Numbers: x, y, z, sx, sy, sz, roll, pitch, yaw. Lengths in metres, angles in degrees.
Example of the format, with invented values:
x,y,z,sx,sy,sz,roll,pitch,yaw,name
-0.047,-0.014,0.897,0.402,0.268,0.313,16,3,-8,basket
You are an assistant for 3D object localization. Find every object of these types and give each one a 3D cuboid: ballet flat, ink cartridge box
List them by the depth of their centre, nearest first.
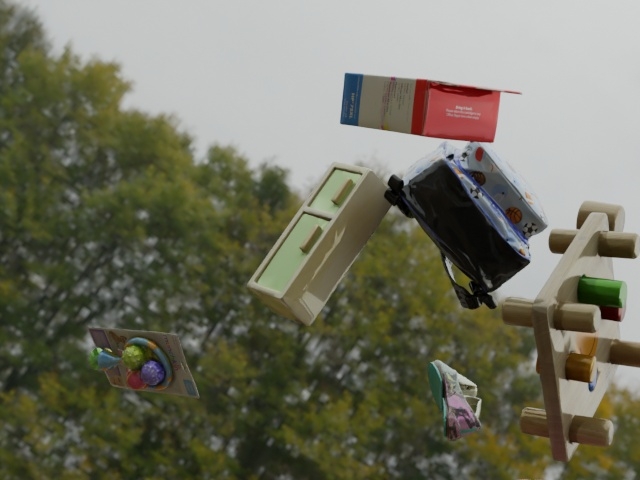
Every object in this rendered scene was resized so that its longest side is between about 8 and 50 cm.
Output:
x,y,z,sx,sy,sz,roll,pitch,yaw,name
0.148,-0.181,1.583,0.134,0.078,0.231,1,10,-36,ink cartridge box
0.240,0.280,2.031,0.079,0.077,0.221,-3,22,-2,ballet flat

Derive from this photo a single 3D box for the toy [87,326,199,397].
x,y,z,sx,sy,sz,roll,pitch,yaw,name
-0.345,0.236,2.158,0.237,0.056,0.137,3,-60,40,toy

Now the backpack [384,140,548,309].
x,y,z,sx,sy,sz,roll,pitch,yaw,name
0.250,-0.060,1.970,0.276,0.213,0.263,53,6,-11,backpack

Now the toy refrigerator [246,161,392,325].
x,y,z,sx,sy,sz,roll,pitch,yaw,name
0.000,0.000,1.941,0.102,0.269,0.094,18,-23,49,toy refrigerator

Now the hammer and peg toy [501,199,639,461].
x,y,z,sx,sy,sz,roll,pitch,yaw,name
0.382,0.107,1.612,0.127,0.361,0.266,5,-58,31,hammer and peg toy
